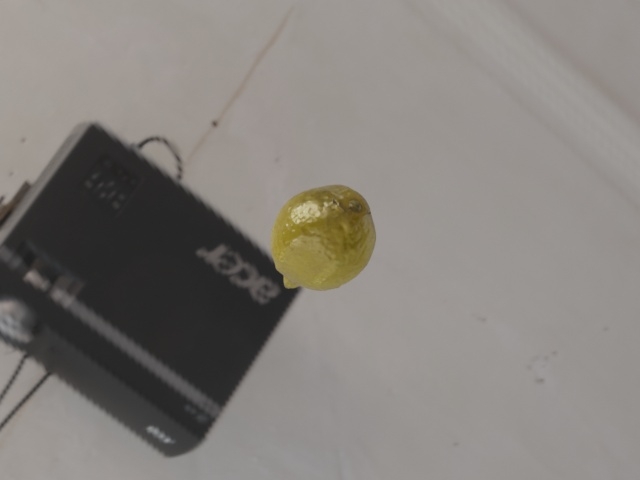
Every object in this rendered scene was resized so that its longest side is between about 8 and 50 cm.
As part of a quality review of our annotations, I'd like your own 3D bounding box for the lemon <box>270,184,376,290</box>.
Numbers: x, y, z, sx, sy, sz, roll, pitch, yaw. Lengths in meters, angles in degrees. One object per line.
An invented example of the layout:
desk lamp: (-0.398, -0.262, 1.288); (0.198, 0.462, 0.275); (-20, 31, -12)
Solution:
lemon: (0.000, 0.000, 0.933); (0.065, 0.092, 0.065); (18, -134, -20)
